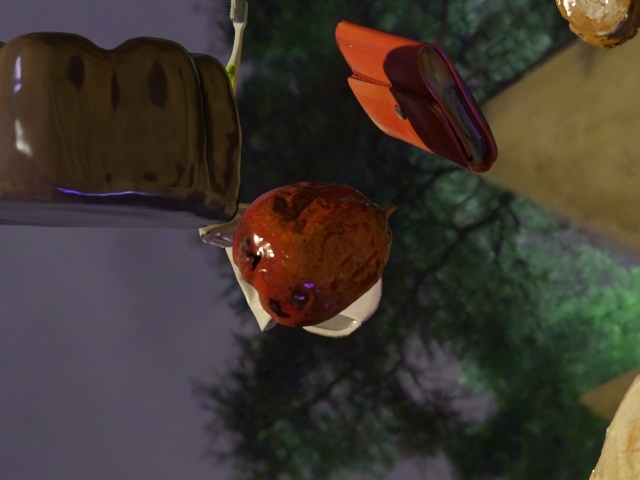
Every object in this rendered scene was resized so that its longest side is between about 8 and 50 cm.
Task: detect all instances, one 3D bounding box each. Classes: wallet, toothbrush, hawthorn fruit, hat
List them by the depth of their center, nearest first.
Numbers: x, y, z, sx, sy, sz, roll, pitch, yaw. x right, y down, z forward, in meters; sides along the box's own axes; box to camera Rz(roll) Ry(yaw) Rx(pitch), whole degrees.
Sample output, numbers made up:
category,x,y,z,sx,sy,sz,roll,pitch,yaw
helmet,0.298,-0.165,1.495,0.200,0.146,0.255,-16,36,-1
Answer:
category,x,y,z,sx,sy,sz,roll,pitch,yaw
wallet,0.089,-0.146,1.385,0.142,0.045,0.204,58,169,-25
toothbrush,-0.100,-0.149,1.503,0.026,0.022,0.263,43,-133,-58
hawthorn fruit,-0.012,0.008,1.590,0.173,0.179,0.173,38,-135,-50
hat,-0.035,0.016,1.829,0.219,0.226,0.164,64,-161,-49

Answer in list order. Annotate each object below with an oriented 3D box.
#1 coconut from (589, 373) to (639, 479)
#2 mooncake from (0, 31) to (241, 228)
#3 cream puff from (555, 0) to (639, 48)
category,x,y,z,sx,sy,sz,roll,pitch,yaw
coconut,0.493,0.310,1.646,0.404,0.404,0.404,38,-146,-31
mooncake,-0.220,-0.090,1.210,0.306,0.306,0.154,3,-94,-56
cream puff,0.379,-0.325,1.827,0.103,0.126,0.144,-5,-91,-58
